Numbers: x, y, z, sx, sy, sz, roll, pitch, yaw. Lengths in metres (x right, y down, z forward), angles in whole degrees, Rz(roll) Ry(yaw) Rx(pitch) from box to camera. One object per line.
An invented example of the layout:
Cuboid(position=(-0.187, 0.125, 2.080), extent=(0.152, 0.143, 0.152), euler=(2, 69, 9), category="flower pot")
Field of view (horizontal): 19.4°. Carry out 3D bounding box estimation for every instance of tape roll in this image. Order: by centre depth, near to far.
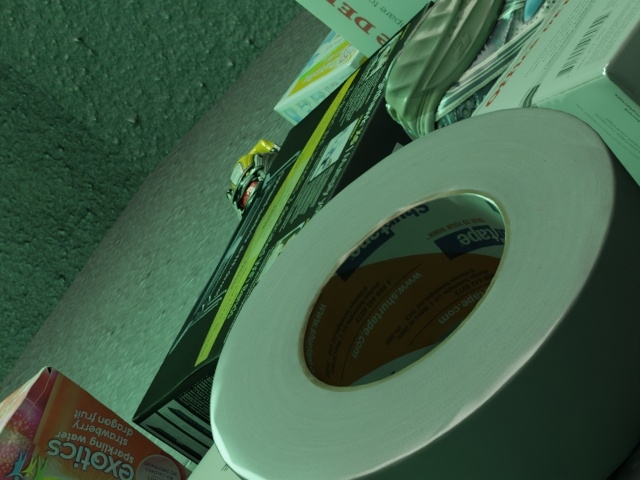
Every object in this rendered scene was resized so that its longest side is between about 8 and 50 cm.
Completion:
Cuboid(position=(0.056, 0.043, 0.840), extent=(0.219, 0.072, 0.219), euler=(-32, 29, 20), category="tape roll")

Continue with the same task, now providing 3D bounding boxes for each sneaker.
Cuboid(position=(0.165, -0.161, 1.174), extent=(0.283, 0.122, 0.110), euler=(-58, -23, 19), category="sneaker")
Cuboid(position=(-0.056, -0.030, 1.810), extent=(0.088, 0.093, 0.225), euler=(-48, 10, 19), category="sneaker")

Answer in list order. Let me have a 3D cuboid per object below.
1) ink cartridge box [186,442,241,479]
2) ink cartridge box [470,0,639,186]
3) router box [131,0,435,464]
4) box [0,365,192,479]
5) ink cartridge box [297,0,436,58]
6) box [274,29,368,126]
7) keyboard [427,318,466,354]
Cuboid(position=(-0.036, 0.160, 1.015), extent=(0.231, 0.078, 0.134), euler=(-53, 10, -19), category="ink cartridge box")
Cuboid(position=(0.175, -0.101, 1.006), extent=(0.139, 0.082, 0.191), euler=(-53, 8, -15), category="ink cartridge box")
Cuboid(position=(0.000, 0.000, 1.393), extent=(0.243, 0.081, 0.309), euler=(-38, 21, 55), category="router box")
Cuboid(position=(-0.240, 0.226, 1.514), extent=(0.142, 0.154, 0.300), euler=(-56, 11, -28), category="box")
Cuboid(position=(0.124, -0.248, 1.382), extent=(0.306, 0.226, 0.131), euler=(-42, 13, 51), category="ink cartridge box")
Cuboid(position=(0.058, -0.143, 1.648), extent=(0.114, 0.103, 0.203), euler=(-55, 12, -18), category="box")
Cuboid(position=(0.078, 0.029, 0.937), extent=(0.256, 0.014, 0.072), euler=(-24, 27, 27), category="keyboard")
